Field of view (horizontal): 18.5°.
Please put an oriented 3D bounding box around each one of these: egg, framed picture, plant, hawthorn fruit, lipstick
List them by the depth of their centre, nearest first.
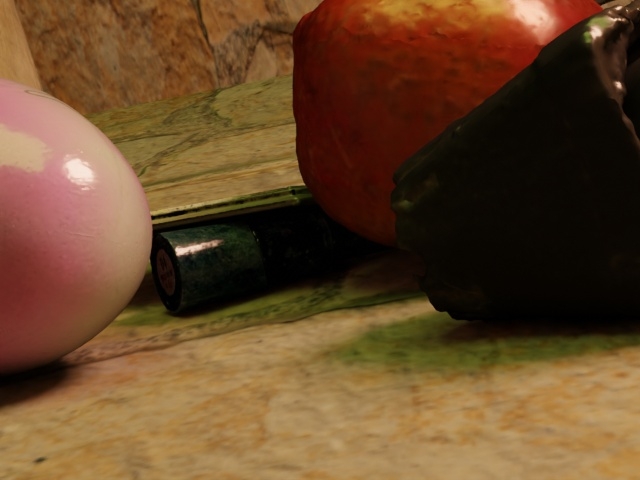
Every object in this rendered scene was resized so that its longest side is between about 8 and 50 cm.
[{"bbox_3d":[0.164,-0.039,1.038,0.256,0.164,0.142,-24,0,26],"label":"plant"},{"bbox_3d":[-0.217,-0.011,1.198,0.271,0.196,0.196,-10,9,35],"label":"egg"},{"bbox_3d":[0.111,-0.082,1.233,0.299,0.211,0.211,17,27,41],"label":"hawthorn fruit"},{"bbox_3d":[0.000,0.000,1.335,0.234,0.053,0.053,-12,9,-27],"label":"lipstick"},{"bbox_3d":[-0.045,-0.023,1.433,0.217,0.017,0.274,-10,-1,26],"label":"framed picture"}]

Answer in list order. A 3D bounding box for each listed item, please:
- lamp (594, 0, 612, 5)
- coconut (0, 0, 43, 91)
[{"bbox_3d":[0.282,-0.153,1.689,0.283,0.124,0.203,-15,19,-3],"label":"lamp"},{"bbox_3d":[-0.362,-0.123,1.595,0.328,0.329,0.329,-11,9,2],"label":"coconut"}]
